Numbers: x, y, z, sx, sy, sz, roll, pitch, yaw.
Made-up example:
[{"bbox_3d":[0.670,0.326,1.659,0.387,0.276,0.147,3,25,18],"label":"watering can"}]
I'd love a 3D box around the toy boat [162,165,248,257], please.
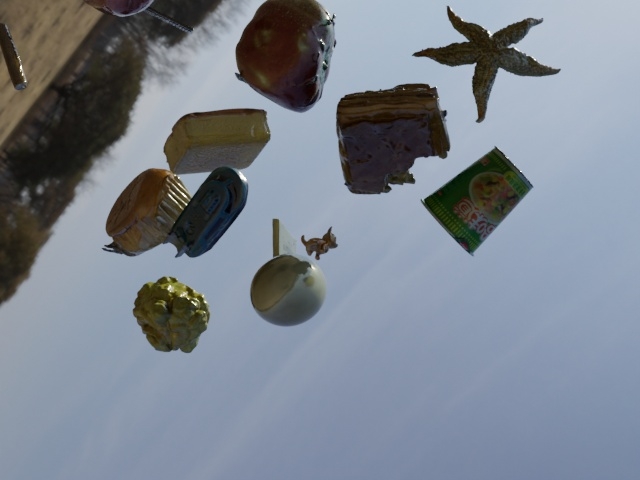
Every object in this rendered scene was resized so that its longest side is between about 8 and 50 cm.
[{"bbox_3d":[-0.319,-0.075,1.893,0.299,0.134,0.092,-50,169,26],"label":"toy boat"}]

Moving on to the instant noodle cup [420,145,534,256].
[{"bbox_3d":[0.410,-0.106,1.753,0.233,0.207,0.207,-42,-155,12],"label":"instant noodle cup"}]

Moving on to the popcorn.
[{"bbox_3d":[-0.472,0.247,2.207,0.250,0.242,0.234,7,-111,62],"label":"popcorn"}]

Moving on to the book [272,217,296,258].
[{"bbox_3d":[-0.107,0.098,2.131,0.026,0.201,0.289,-8,-113,13],"label":"book"}]

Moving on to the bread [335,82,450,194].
[{"bbox_3d":[0.202,-0.289,1.904,0.315,0.370,0.191,-3,-125,13],"label":"bread"}]

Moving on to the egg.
[{"bbox_3d":[-0.086,0.130,1.783,0.188,0.188,0.254,-44,171,19],"label":"egg"}]

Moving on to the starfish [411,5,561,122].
[{"bbox_3d":[0.451,-0.513,1.826,0.358,0.347,0.078,-44,168,-8],"label":"starfish"}]

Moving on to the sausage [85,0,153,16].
[{"bbox_3d":[-0.439,-0.558,1.471,0.152,0.152,0.280,-54,-146,-3],"label":"sausage"}]

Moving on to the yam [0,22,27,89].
[{"bbox_3d":[-0.625,-0.372,1.385,0.032,0.145,0.032,-22,168,-5],"label":"yam"}]

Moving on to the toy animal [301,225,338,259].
[{"bbox_3d":[0.000,0.000,1.542,0.083,0.081,0.060,-58,179,-45],"label":"toy animal"}]

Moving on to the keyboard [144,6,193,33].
[{"bbox_3d":[-0.548,-0.764,2.323,0.017,0.251,0.087,-65,-163,3],"label":"keyboard"}]

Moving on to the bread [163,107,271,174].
[{"bbox_3d":[-0.376,-0.358,2.507,0.324,0.333,0.143,-35,-114,59],"label":"bread"}]

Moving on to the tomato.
[{"bbox_3d":[-0.094,-0.489,1.810,0.303,0.239,0.303,16,90,-85],"label":"tomato"}]

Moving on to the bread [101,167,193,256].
[{"bbox_3d":[-0.548,-0.091,2.147,0.389,0.183,0.236,-24,-148,44],"label":"bread"}]
